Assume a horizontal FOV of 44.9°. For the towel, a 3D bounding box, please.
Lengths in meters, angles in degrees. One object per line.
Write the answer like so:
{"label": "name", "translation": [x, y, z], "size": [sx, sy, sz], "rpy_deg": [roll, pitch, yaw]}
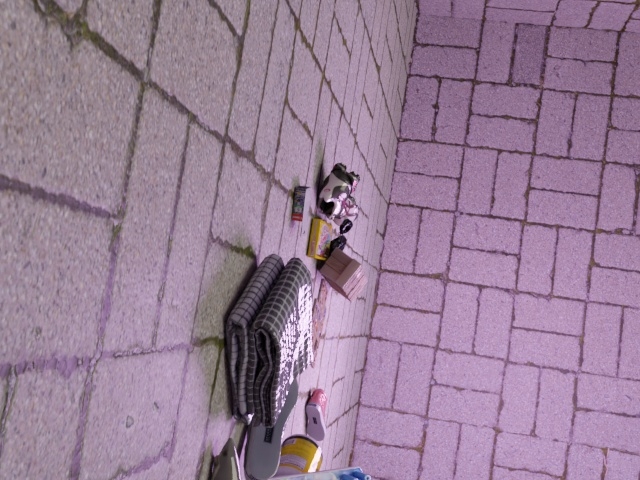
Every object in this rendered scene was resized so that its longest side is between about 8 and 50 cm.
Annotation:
{"label": "towel", "translation": [-0.094, 0.202, 1.531], "size": [0.235, 0.121, 0.284], "rpy_deg": [-66, 161, -54]}

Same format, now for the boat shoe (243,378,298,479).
{"label": "boat shoe", "translation": [-0.119, 0.399, 1.684], "size": [0.084, 0.095, 0.258], "rpy_deg": [-48, -161, 54]}

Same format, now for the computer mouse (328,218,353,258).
{"label": "computer mouse", "translation": [0.049, -0.007, 2.243], "size": [0.071, 0.041, 0.242], "rpy_deg": [-41, 167, -24]}

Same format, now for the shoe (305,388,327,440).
{"label": "shoe", "translation": [-0.006, 0.543, 2.417], "size": [0.081, 0.063, 0.178], "rpy_deg": [-63, 155, -47]}

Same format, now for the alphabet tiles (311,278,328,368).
{"label": "alphabet tiles", "translation": [-0.010, 0.244, 2.326], "size": [0.198, 0.009, 0.237], "rpy_deg": [75, 25, -64]}

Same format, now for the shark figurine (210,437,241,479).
{"label": "shark figurine", "translation": [-0.152, 0.522, 1.496], "size": [0.278, 0.116, 0.166], "rpy_deg": [83, 20, -49]}

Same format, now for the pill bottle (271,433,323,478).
{"label": "pill bottle", "translation": [-0.071, 0.597, 1.963], "size": [0.208, 0.119, 0.119], "rpy_deg": [-58, 154, -65]}

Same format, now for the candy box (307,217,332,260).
{"label": "candy box", "translation": [0.000, 0.000, 2.140], "size": [0.206, 0.027, 0.105], "rpy_deg": [19, 77, -80]}

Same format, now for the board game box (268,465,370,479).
{"label": "board game box", "translation": [-0.043, 0.752, 1.839], "size": [0.389, 0.050, 0.390], "rpy_deg": [10, 89, -46]}

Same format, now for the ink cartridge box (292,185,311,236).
{"label": "ink cartridge box", "translation": [-0.047, -0.069, 1.833], "size": [0.063, 0.029, 0.115], "rpy_deg": [-38, 136, -76]}

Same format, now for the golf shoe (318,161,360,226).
{"label": "golf shoe", "translation": [0.037, -0.104, 2.146], "size": [0.120, 0.105, 0.273], "rpy_deg": [-49, 160, -20]}

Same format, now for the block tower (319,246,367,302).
{"label": "block tower", "translation": [0.073, 0.107, 2.341], "size": [0.091, 0.097, 0.335], "rpy_deg": [-53, 169, -6]}
